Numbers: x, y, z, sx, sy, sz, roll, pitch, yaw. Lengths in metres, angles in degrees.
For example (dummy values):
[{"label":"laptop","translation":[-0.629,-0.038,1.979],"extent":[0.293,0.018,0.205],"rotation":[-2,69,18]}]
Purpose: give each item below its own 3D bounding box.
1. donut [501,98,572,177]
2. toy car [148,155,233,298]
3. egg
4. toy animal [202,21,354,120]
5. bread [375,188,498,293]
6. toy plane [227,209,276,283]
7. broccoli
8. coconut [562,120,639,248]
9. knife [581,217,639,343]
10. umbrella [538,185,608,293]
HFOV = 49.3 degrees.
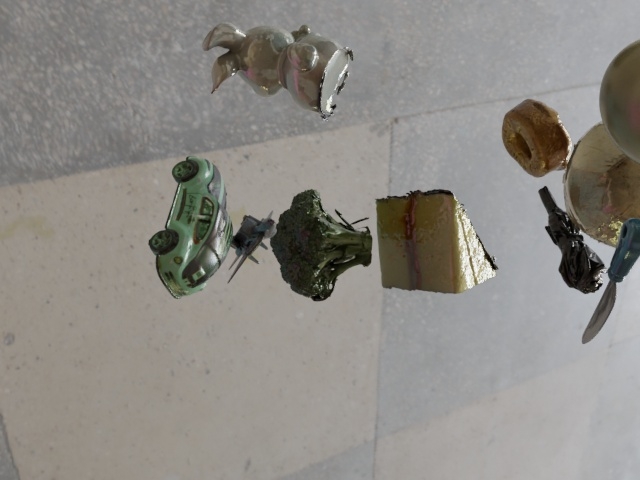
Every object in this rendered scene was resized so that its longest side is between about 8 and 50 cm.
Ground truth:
[{"label":"donut","translation":[0.602,-0.285,1.948],"extent":[0.113,0.226,0.227],"rotation":[-28,126,-7]},{"label":"toy car","translation":[-0.238,-0.034,1.388],"extent":[0.125,0.306,0.136],"rotation":[0,144,15]},{"label":"egg","translation":[0.523,-0.195,1.033],"extent":[0.241,0.186,0.186],"rotation":[40,91,-25]},{"label":"toy animal","translation":[-0.096,-0.406,1.609],"extent":[0.247,0.309,0.183],"rotation":[-32,141,-62]},{"label":"bread","translation":[0.317,-0.018,1.972],"extent":[0.242,0.345,0.405],"rotation":[-29,120,-36]},{"label":"toy plane","translation":[-0.149,-0.017,1.553],"extent":[0.088,0.267,0.212],"rotation":[31,70,-2]},{"label":"broccoli","translation":[0.000,0.000,1.946],"extent":[0.283,0.321,0.304],"rotation":[1,133,-6]},{"label":"coconut","translation":[0.734,-0.138,1.607],"extent":[0.346,0.346,0.360],"rotation":[-59,170,8]},{"label":"knife","translation":[0.423,0.074,1.017],"extent":[0.032,0.058,0.244],"rotation":[8,126,1]},{"label":"umbrella","translation":[0.645,-0.010,1.830],"extent":[0.118,0.340,0.118],"rotation":[-9,142,-7]}]
